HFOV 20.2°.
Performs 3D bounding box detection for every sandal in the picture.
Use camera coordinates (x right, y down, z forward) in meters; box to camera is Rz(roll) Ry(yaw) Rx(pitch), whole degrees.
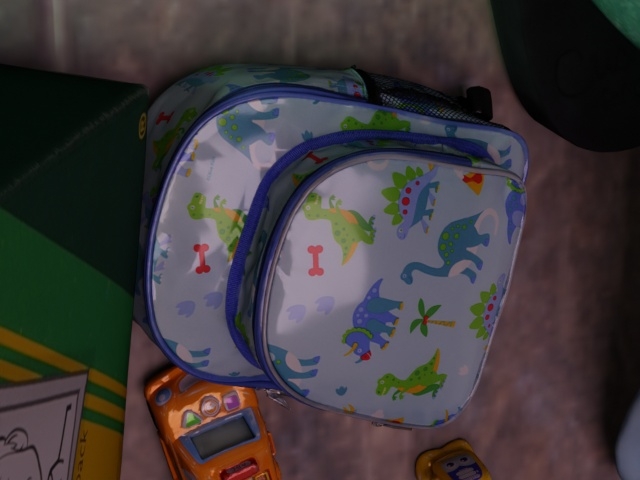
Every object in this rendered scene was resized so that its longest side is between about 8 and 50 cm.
[{"bbox_3d":[0.070,-0.139,0.525,0.097,0.054,0.254,-33,118,-7],"label":"sandal"}]

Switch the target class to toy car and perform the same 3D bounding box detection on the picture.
[{"bbox_3d":[0.005,0.065,0.585,0.122,0.040,0.060,-5,111,-19],"label":"toy car"}]

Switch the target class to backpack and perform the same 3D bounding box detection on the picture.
[{"bbox_3d":[0.000,0.000,0.534,0.114,0.084,0.105,10,103,-22],"label":"backpack"}]

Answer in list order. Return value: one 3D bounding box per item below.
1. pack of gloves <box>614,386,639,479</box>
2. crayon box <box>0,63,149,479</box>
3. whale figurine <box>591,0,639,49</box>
[{"bbox_3d":[0.204,0.052,0.567,0.195,0.046,0.232,0,152,-3],"label":"pack of gloves"},{"bbox_3d":[-0.139,0.164,0.408,0.106,0.313,0.363,9,109,8],"label":"crayon box"},{"bbox_3d":[0.144,-0.129,0.495,0.272,0.141,0.216,-27,126,-62],"label":"whale figurine"}]
